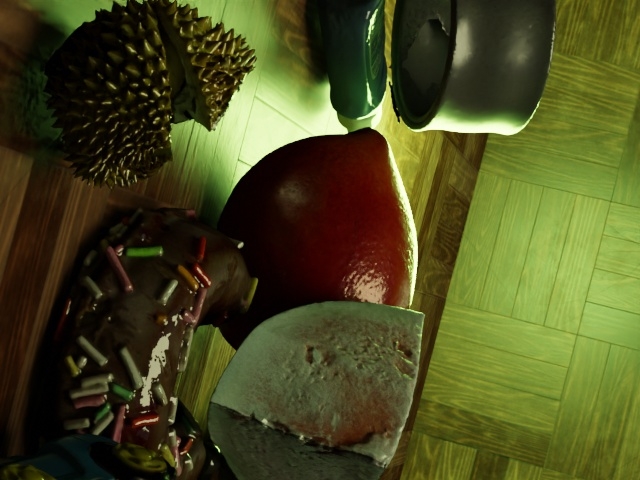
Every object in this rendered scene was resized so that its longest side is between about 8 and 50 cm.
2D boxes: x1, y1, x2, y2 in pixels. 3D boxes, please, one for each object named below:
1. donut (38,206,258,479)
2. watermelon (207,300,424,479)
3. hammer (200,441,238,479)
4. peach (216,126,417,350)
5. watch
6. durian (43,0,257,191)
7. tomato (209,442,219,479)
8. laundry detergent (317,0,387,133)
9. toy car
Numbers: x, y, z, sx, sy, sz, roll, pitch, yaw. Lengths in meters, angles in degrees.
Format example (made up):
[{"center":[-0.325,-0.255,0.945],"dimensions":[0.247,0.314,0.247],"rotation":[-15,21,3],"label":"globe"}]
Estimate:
[{"center":[-0.181,0.127,1.361],"dimensions":[0.259,0.136,0.345],"rotation":[38,66,-76],"label":"donut"},{"center":[0.037,0.193,1.454],"dimensions":[0.289,0.213,0.320],"rotation":[-37,127,-24],"label":"watermelon"},{"center":[-0.171,0.431,1.573],"dimensions":[0.168,0.044,0.440],"rotation":[12,108,-50],"label":"hammer"},{"center":[0.000,0.000,1.617],"dimensions":[0.201,0.257,0.362],"rotation":[67,43,-73],"label":"peach"},{"center":[0.211,-0.318,1.882],"dimensions":[0.335,0.314,0.327],"rotation":[-152,-114,-73],"label":"watch"},{"center":[-0.175,-0.140,1.178],"dimensions":[0.237,0.137,0.193],"rotation":[-29,-153,50],"label":"durian"},{"center":[-0.043,0.331,1.774],"dimensions":[0.270,0.227,0.270],"rotation":[-3,90,-89],"label":"tomato"},{"center":[0.049,-0.270,1.878],"dimensions":[0.290,0.094,0.143],"rotation":[87,11,-52],"label":"laundry detergent"},{"center":[-0.268,0.258,1.114],"dimensions":[0.314,0.166,0.198],"rotation":[2,111,-65],"label":"toy car"}]
